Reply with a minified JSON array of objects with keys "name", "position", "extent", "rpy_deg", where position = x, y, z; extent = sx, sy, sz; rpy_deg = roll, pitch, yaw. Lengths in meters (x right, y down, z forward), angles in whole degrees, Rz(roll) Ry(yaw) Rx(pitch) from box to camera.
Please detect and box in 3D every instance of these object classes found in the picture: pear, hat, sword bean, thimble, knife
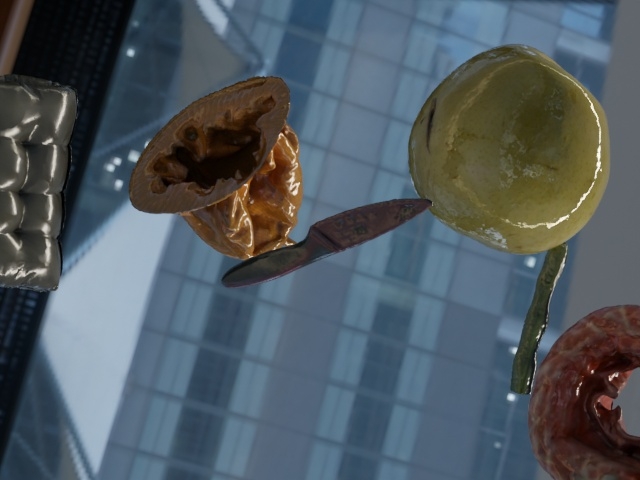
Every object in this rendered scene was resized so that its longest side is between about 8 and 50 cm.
[{"name":"pear","position":[0.284,-0.133,1.951],"extent":[0.309,0.309,0.309],"rpy_deg":[-162,-90,-77]},{"name":"hat","position":[-0.083,-0.058,1.755],"extent":[0.244,0.233,0.233],"rpy_deg":[-49,-141,-8]},{"name":"sword bean","position":[0.344,0.125,2.084],"extent":[0.038,0.043,0.269],"rpy_deg":[32,-61,42]},{"name":"thimble","position":[0.363,0.192,1.499],"extent":[0.239,0.162,0.239],"rpy_deg":[-7,-103,35]},{"name":"knife","position":[0.000,0.000,1.203],"extent":[0.247,0.035,0.018],"rpy_deg":[-23,-170,35]}]

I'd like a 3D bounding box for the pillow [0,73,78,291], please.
[{"name":"pillow","position":[-0.378,-0.067,1.269],"extent":[0.101,0.326,0.228],"rpy_deg":[8,-88,46]}]
